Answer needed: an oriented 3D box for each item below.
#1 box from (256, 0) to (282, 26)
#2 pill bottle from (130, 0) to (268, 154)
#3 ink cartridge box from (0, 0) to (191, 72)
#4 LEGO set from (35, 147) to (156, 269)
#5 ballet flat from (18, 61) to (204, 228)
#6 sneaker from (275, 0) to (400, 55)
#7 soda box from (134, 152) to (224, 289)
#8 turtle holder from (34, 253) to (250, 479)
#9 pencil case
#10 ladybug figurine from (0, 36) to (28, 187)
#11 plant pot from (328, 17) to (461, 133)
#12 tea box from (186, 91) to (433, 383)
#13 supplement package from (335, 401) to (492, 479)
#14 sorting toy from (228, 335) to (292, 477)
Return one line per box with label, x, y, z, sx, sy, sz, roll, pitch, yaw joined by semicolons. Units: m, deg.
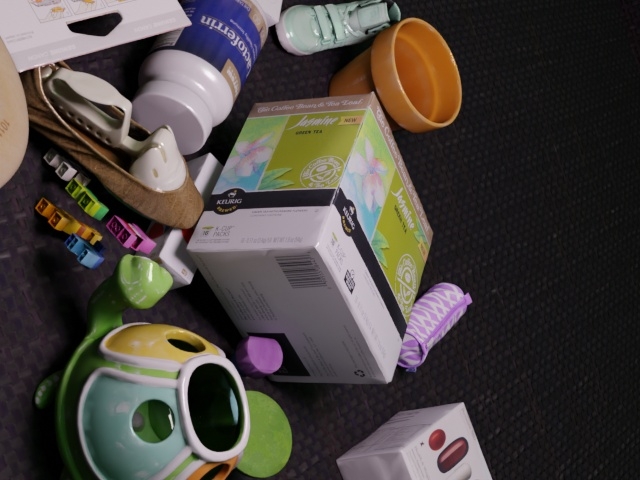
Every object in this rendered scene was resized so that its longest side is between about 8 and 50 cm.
box;-0.135;-0.455;1.962;0.130;0.091;0.170;33;53;-38
pill bottle;-0.191;-0.267;1.781;0.153;0.153;0.264;46;47;-29
ink cartridge box;-0.365;-0.366;1.604;0.296;0.066;0.261;-25;84;-39
LEGO set;-0.312;-0.022;1.579;0.227;0.087;0.093;43;5;36
ballet flat;-0.280;-0.145;1.596;0.342;0.124;0.116;40;46;-15
sneaker;0.038;-0.405;2.100;0.256;0.151;0.094;-19;93;-50
soda box;-0.205;-0.028;1.737;0.069;0.074;0.216;45;46;-30
turtle holder;-0.211;0.203;1.526;0.243;0.227;0.320;29;57;-40
pencil case;0.198;0.154;2.133;0.206;0.088;0.086;-44;113;-48
ladybug figurine;-0.546;-0.215;1.338;0.449;0.162;0.305;48;46;-28
plant pot;0.126;-0.282;2.127;0.205;0.188;0.205;20;63;-44
tea box;0.000;0.000;1.787;0.329;0.220;0.323;62;35;-42
supplement package;0.169;0.408;1.956;0.203;0.149;0.194;-27;97;-49
sorting toy;-0.128;0.318;1.676;0.127;0.126;0.365;23;55;-31
